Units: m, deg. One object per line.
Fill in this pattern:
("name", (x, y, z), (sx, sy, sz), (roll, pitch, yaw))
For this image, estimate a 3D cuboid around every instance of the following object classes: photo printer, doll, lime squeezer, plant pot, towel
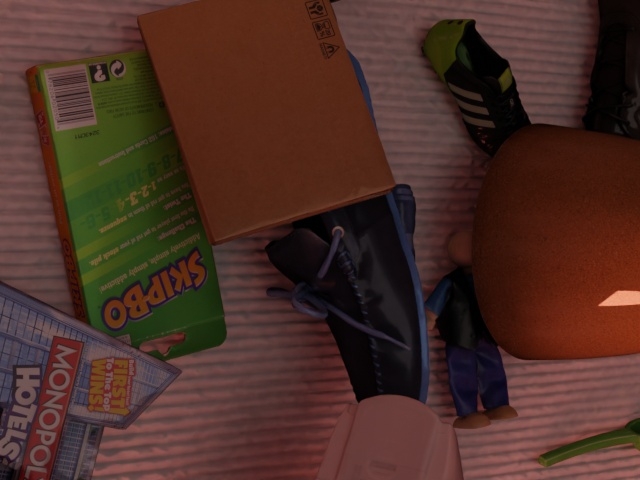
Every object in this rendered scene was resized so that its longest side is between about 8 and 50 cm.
("photo printer", (0.052, 0.307, 1.081), (0.307, 0.107, 0.256), (75, 29, -55))
("doll", (0.152, 0.084, 1.266), (0.129, 0.046, 0.189), (-9, 91, -36))
("lime squeezer", (0.366, 0.234, 1.406), (0.310, 0.059, 0.110), (25, 107, -31))
("plant pot", (0.311, 0.006, 1.209), (0.237, 0.254, 0.237), (-3, 95, -49))
("towel", (0.075, 0.008, 1.207), (0.029, 0.067, 0.119), (1, 89, 5))

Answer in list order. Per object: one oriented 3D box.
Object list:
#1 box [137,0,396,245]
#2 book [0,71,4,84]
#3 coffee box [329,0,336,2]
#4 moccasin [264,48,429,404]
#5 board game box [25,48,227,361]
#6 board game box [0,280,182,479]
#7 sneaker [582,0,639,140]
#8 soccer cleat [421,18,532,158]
("box", (-0.045, -0.113, 1.072), (0.164, 0.021, 0.201), (-17, 82, -15))
("book", (-0.325, -0.110, 0.981), (0.144, 0.035, 0.096), (22, 82, -31))
("coffee box", (-0.004, -0.347, 1.137), (0.141, 0.098, 0.246), (-37, 109, -26))
("moccasin", (0.000, 0.000, 1.140), (0.117, 0.138, 0.342), (-12, 81, -23))
("board game box", (-0.158, -0.025, 1.080), (0.124, 0.039, 0.259), (-14, 95, -30))
("board game box", (-0.216, 0.129, 1.005), (0.194, 0.060, 0.194), (14, 87, -21))
("sneaker", (0.332, -0.164, 1.348), (0.130, 0.109, 0.286), (-19, 98, -24))
("soccer cleat", (0.167, -0.140, 1.259), (0.060, 0.072, 0.179), (-48, 113, -22))
